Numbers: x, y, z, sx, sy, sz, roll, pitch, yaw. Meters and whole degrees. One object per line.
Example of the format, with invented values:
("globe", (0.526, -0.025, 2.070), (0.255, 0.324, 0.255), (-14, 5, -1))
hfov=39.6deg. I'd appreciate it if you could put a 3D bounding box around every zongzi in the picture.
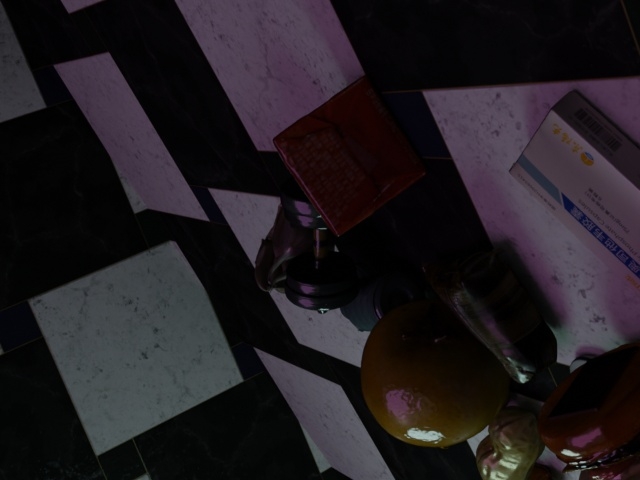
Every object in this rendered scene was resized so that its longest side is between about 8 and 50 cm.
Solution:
("zongzi", (0.334, 0.149, 1.833), (0.286, 0.134, 0.288), (58, 162, -9))

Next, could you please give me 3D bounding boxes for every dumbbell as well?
("dumbbell", (0.000, 0.000, 2.074), (0.185, 0.185, 0.388), (29, 129, 44))

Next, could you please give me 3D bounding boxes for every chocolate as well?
("chocolate", (0.052, -0.167, 1.780), (0.237, 0.235, 0.108), (55, 171, -10))

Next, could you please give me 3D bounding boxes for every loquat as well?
("loquat", (0.249, 0.309, 1.963), (0.328, 0.328, 0.359), (35, 147, 35))

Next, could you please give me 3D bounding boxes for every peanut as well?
("peanut", (0.448, 0.492, 2.101), (0.147, 0.147, 0.305), (41, 144, 25))

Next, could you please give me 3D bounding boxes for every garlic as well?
("garlic", (-0.081, 0.013, 2.281), (0.210, 0.237, 0.292), (58, -172, -29))

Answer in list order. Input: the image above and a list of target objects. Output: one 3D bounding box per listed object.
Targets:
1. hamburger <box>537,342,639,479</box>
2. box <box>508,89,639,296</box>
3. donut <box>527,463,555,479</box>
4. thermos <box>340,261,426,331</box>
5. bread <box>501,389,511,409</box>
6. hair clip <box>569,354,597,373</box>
("hamburger", (0.536, 0.330, 1.546), (0.225, 0.291, 0.291), (47, 158, -2))
("box", (0.460, -0.052, 1.371), (0.343, 0.065, 0.200), (46, 157, 13))
("donut", (0.515, 0.620, 2.192), (0.078, 0.146, 0.181), (46, 144, -18))
("thermos", (0.130, 0.142, 2.202), (0.286, 0.145, 0.182), (-12, 95, 66))
("bread", (0.370, 0.374, 2.149), (0.147, 0.098, 0.217), (48, 156, 19))
("hair clip", (0.544, 0.297, 1.763), (0.140, 0.054, 0.220), (50, 155, 16))
